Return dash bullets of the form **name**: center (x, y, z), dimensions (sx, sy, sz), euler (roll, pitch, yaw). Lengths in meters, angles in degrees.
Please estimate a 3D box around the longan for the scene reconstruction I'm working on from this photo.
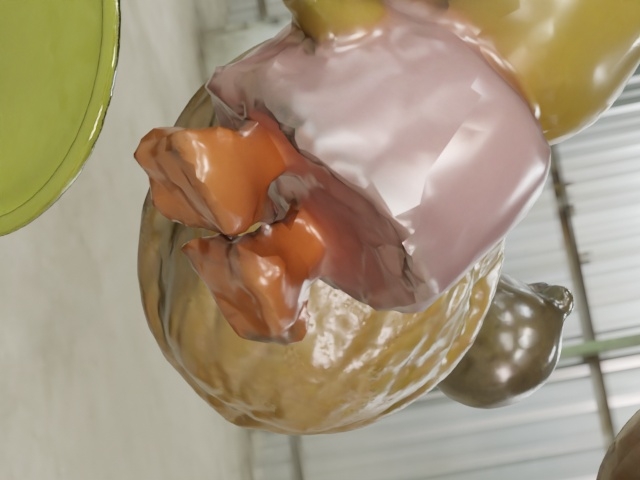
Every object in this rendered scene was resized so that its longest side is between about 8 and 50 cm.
- **longan**: center (0.219, 0.113, 1.768), dimensions (0.159, 0.204, 0.185), euler (58, 7, -39)

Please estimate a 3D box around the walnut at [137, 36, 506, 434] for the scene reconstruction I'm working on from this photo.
- **walnut**: center (0.003, 0.001, 1.178), dimensions (0.344, 0.306, 0.306), euler (-61, 179, 10)

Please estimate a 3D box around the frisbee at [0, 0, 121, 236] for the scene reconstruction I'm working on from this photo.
- **frisbee**: center (-0.190, -0.116, 0.783), dimensions (0.017, 0.236, 0.236), euler (-3, 81, -53)

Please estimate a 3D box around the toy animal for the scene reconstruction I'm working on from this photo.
- **toy animal**: center (0.056, -0.082, 0.700), dimensions (0.281, 0.169, 0.195), euler (-50, 142, -25)

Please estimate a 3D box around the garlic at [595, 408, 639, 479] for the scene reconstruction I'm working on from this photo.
- **garlic**: center (0.310, 0.225, 0.988), dimensions (0.279, 0.132, 0.325), euler (50, -49, 26)
